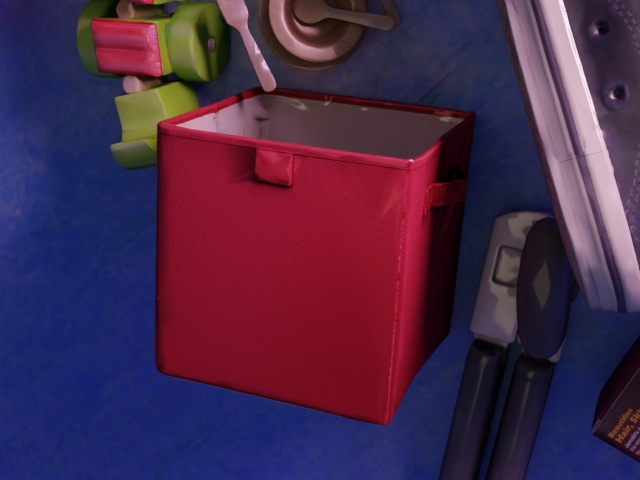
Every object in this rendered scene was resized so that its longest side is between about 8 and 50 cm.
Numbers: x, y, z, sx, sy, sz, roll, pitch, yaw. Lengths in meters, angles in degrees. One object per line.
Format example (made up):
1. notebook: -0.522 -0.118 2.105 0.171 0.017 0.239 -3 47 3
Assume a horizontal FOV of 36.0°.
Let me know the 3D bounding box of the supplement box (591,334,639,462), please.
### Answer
1. supplement box: 0.310 0.138 0.725 0.188 0.081 0.104 32 115 10

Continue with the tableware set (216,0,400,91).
1. tableware set: -0.025 -0.219 0.728 0.128 0.039 0.194 -29 101 -8

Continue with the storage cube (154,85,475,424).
1. storage cube: 0.000 0.000 0.748 0.214 0.183 0.193 11 110 18

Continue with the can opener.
1. can opener: 0.142 0.113 0.775 0.076 0.095 0.284 16 106 17

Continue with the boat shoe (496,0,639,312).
1. boat shoe: 0.177 -0.206 0.616 0.155 0.187 0.500 -15 95 13

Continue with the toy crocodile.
1. toy crocodile: -0.141 -0.226 0.777 0.115 0.105 0.341 7 108 19
